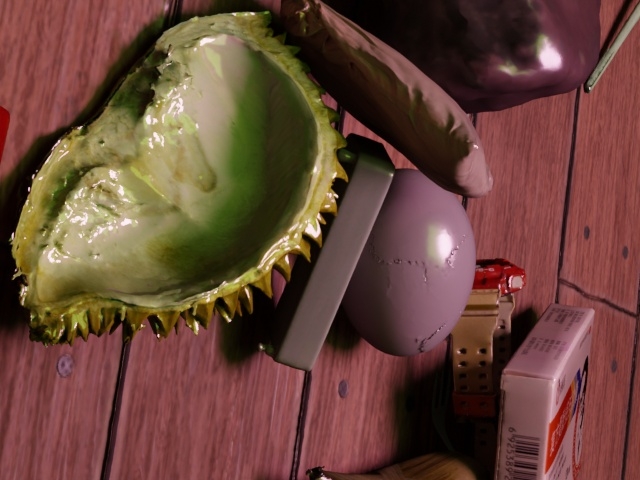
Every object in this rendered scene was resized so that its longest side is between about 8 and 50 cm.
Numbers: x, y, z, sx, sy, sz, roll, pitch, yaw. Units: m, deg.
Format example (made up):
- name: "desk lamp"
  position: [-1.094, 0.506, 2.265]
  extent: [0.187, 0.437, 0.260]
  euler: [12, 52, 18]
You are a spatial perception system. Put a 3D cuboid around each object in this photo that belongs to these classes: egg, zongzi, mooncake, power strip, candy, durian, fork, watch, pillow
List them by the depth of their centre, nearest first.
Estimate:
- name: "durian"
  position: [-0.106, -0.044, 1.169]
  extent: [0.394, 0.163, 0.198]
  euler: [-46, 124, -36]
- name: "pillow"
  position: [0.064, -0.132, 1.301]
  extent: [0.067, 0.270, 0.173]
  euler: [-46, 154, 0]
- name: "power strip"
  position: [0.000, 0.000, 1.336]
  extent: [0.145, 0.061, 0.216]
  euler: [-104, -144, -71]
- name: "egg"
  position: [0.085, 0.023, 1.432]
  extent: [0.146, 0.146, 0.199]
  euler: [-32, 123, -49]
- name: "mooncake"
  position: [0.149, -0.320, 1.446]
  extent: [0.350, 0.212, 0.381]
  euler: [-17, 95, -57]
- name: "zongzi"
  position: [0.078, 0.253, 1.458]
  extent: [0.221, 0.112, 0.242]
  euler: [-50, 128, -39]
- name: "watch"
  position: [0.186, 0.154, 1.609]
  extent: [0.165, 0.102, 0.268]
  euler: [9, 80, -73]
- name: "fork"
  position: [0.155, 0.267, 1.623]
  extent: [0.039, 0.021, 0.235]
  euler: [-10, 89, -50]
- name: "candy"
  position: [0.452, -0.321, 2.010]
  extent: [0.092, 0.093, 0.335]
  euler: [36, 62, 2]

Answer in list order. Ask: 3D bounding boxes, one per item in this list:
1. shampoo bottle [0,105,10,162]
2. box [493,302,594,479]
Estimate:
- name: "shampoo bottle"
  position: [-0.295, 0.041, 0.969]
  extent: [0.118, 0.076, 0.314]
  euler: [27, 69, -54]
- name: "box"
  position: [0.261, 0.213, 1.644]
  extent: [0.353, 0.069, 0.214]
  euler: [-30, 125, -72]
